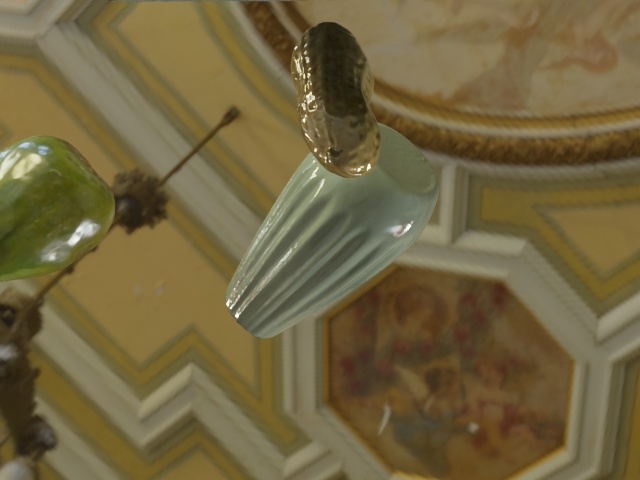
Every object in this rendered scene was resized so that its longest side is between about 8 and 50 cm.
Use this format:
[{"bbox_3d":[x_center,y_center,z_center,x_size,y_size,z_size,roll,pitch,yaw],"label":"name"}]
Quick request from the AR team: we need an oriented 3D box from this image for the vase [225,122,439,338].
[{"bbox_3d":[0.000,0.000,1.259,0.128,0.128,0.248,42,-58,-3],"label":"vase"}]

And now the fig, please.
[{"bbox_3d":[-0.358,-0.036,1.570,0.167,0.234,0.167,29,-48,39],"label":"fig"}]

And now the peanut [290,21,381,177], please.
[{"bbox_3d":[0.010,-0.087,0.812,0.054,0.113,0.054,-7,-30,-4],"label":"peanut"}]
